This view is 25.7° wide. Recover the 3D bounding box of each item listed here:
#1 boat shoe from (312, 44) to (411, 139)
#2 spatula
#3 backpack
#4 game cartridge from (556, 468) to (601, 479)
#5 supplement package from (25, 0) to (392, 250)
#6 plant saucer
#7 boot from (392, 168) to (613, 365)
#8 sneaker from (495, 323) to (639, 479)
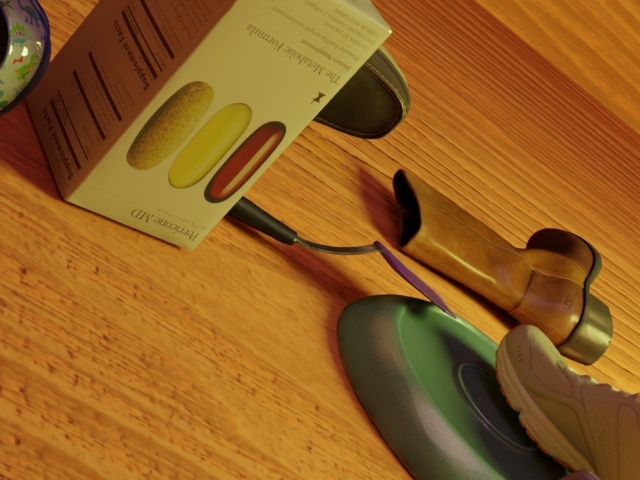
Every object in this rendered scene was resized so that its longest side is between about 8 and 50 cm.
[{"bbox_3d":[-0.064,-0.198,1.467,0.355,0.132,0.130,29,33,-16],"label":"boat shoe"},{"bbox_3d":[0.000,0.000,1.252,0.296,0.030,0.084,23,13,-20],"label":"spatula"},{"bbox_3d":[-0.246,-0.147,1.010,0.114,0.105,0.084,55,23,22],"label":"backpack"},{"bbox_3d":[0.097,0.240,0.479,0.294,0.196,0.060,65,7,16],"label":"game cartridge"},{"bbox_3d":[-0.091,-0.134,1.077,0.139,0.244,0.134,23,28,-43],"label":"supplement package"},{"bbox_3d":[0.147,0.160,1.255,0.318,0.043,0.317,38,20,-17],"label":"plant saucer"},{"bbox_3d":[0.193,0.007,1.630,0.280,0.096,0.264,30,31,-16],"label":"boot"},{"bbox_3d":[0.257,0.160,1.225,0.099,0.121,0.262,21,30,-49],"label":"sneaker"}]
